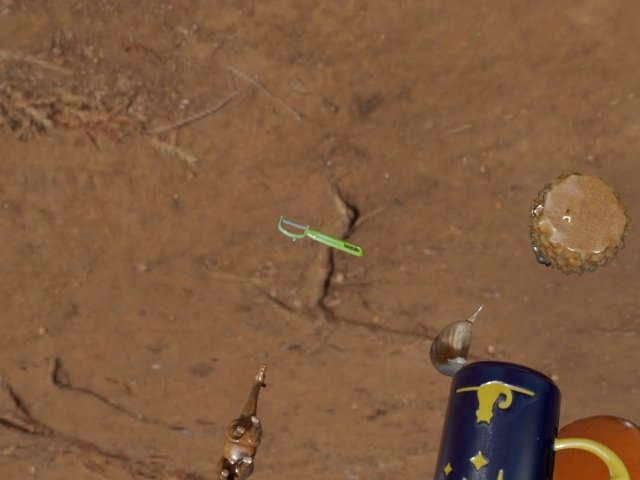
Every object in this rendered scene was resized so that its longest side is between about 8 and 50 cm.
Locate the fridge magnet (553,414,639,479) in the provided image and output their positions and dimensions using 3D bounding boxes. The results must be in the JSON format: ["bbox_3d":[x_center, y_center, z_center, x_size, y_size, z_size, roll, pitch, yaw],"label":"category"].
[{"bbox_3d":[0.504,0.502,1.617,0.155,0.364,0.363,29,143,-19],"label":"fridge magnet"}]

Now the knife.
[{"bbox_3d":[0.000,-0.001,2.015,0.212,0.054,0.015,20,143,-2],"label":"knife"}]

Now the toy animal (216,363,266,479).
[{"bbox_3d":[-0.131,0.325,1.546,0.066,0.224,0.230,16,168,-1],"label":"toy animal"}]

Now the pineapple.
[{"bbox_3d":[0.574,-0.012,1.993,0.222,0.223,0.357,-5,166,5],"label":"pineapple"}]

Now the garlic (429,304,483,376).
[{"bbox_3d":[0.348,0.259,2.197,0.090,0.198,0.128,41,140,-7],"label":"garlic"}]

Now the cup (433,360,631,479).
[{"bbox_3d":[0.291,0.326,1.240,0.254,0.256,0.178,14,154,4],"label":"cup"}]
